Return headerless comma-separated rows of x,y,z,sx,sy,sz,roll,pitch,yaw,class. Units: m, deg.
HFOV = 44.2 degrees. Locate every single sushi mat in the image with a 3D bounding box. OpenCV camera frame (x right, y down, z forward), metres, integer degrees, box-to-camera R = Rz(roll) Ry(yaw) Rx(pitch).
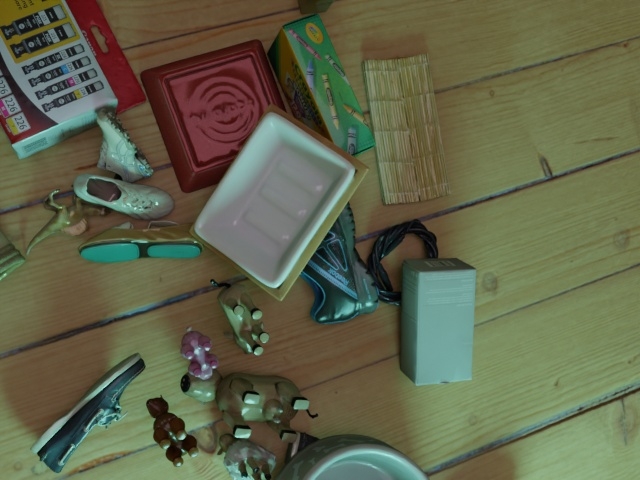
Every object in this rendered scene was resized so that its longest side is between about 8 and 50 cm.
0.182,-0.236,1.670,0.152,0.019,0.316,-8,87,-16,sushi mat

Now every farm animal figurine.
-0.160,0.262,1.464,0.327,0.172,0.330,33,91,-28,farm animal figurine

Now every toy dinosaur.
-0.480,-0.046,1.467,0.183,0.053,0.092,-27,93,-15,toy dinosaur

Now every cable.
0.172,0.044,1.634,0.151,0.047,0.184,12,86,-8,cable

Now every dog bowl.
0.072,0.532,1.452,0.349,0.102,0.348,5,73,-17,dog bowl

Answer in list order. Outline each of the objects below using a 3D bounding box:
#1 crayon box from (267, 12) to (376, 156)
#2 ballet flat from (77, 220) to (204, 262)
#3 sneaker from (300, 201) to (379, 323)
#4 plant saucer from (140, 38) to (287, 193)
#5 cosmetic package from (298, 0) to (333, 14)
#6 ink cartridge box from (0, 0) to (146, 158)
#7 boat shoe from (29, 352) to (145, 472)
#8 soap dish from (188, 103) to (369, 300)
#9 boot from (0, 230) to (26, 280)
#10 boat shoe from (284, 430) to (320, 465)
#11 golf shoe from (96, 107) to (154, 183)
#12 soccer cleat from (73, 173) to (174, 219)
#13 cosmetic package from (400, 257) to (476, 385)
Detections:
-0.002,-0.282,1.552,0.081,0.165,0.278,-24,91,-15,crayon box
-0.340,-0.001,1.499,0.233,0.080,0.073,0,57,-17,ballet flat
0.000,0.000,1.549,0.140,0.125,0.340,-20,88,-11,sneaker
-0.192,-0.254,1.563,0.259,0.048,0.258,-20,91,-15,plant saucer
-0.004,-0.499,1.597,0.060,0.115,0.041,-11,89,-14,cosmetic package
-0.505,-0.352,1.449,0.272,0.130,0.309,-29,92,-16,ink cartridge box
-0.408,0.312,1.431,0.254,0.095,0.079,-44,95,-12,boat shoe
-0.075,-0.071,1.463,0.229,0.118,0.290,35,96,15,soap dish
-0.683,0.031,1.390,0.262,0.095,0.203,-35,95,-19,boot
-0.042,0.476,1.521,0.065,0.075,0.206,13,77,-10,boat shoe
-0.380,-0.163,1.455,0.086,0.176,0.069,-29,49,-4,golf shoe
-0.361,-0.080,1.470,0.196,0.076,0.068,14,87,-31,soccer cleat
0.233,0.161,1.578,0.127,0.107,0.237,-1,104,-15,cosmetic package
